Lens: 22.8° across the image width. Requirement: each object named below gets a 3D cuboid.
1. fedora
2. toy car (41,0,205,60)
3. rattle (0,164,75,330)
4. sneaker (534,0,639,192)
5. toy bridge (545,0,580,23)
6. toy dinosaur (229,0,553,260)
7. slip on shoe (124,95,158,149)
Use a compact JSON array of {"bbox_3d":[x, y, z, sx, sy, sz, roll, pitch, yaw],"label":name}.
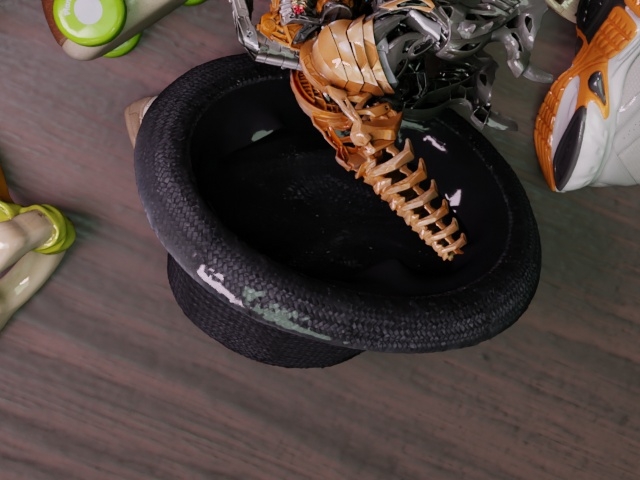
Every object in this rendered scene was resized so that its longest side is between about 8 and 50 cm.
[{"bbox_3d":[0.000,0.000,1.249,0.334,0.334,0.152,19,135,-12],"label":"fedora"},{"bbox_3d":[-0.174,-0.245,1.195,0.149,0.155,0.188,-34,93,0],"label":"toy car"},{"bbox_3d":[-0.300,0.025,1.273,0.143,0.130,0.199,37,122,-4],"label":"rattle"},{"bbox_3d":[0.270,-0.153,1.290,0.121,0.099,0.262,3,129,-22],"label":"sneaker"},{"bbox_3d":[0.218,-0.213,1.317,0.188,0.026,0.063,35,98,-15],"label":"toy bridge"},{"bbox_3d":[0.045,-0.140,1.211,0.218,0.164,0.321,-11,90,-21],"label":"toy dinosaur"},{"bbox_3d":[-0.123,-0.053,1.296,0.041,0.051,0.135,-4,118,33],"label":"slip on shoe"}]
